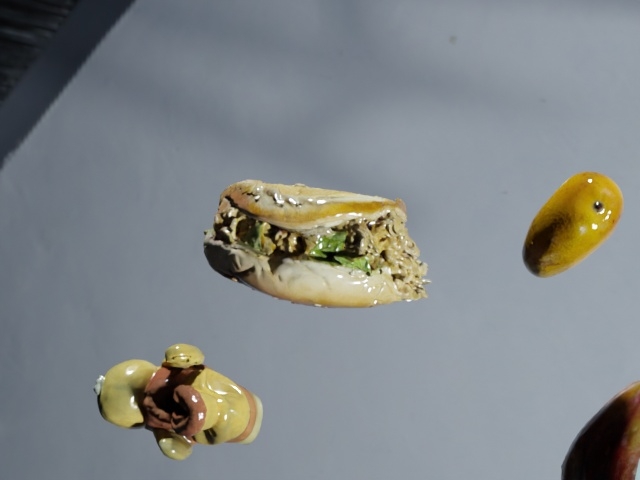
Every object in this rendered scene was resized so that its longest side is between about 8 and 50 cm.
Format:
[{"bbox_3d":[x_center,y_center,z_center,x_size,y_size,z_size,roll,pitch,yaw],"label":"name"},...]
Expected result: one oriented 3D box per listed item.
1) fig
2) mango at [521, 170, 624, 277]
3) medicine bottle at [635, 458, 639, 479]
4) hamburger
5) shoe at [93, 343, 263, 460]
[{"bbox_3d":[0.421,0.286,1.331,0.263,0.224,0.224,-52,60,17],"label":"fig"},{"bbox_3d":[0.307,-0.016,1.329,0.089,0.115,0.165,41,117,1],"label":"mango"},{"bbox_3d":[0.158,0.102,0.335,0.121,0.083,0.228,-27,30,44],"label":"medicine bottle"},{"bbox_3d":[0.000,0.000,1.306,0.286,0.243,0.146,7,100,13],"label":"hamburger"},{"bbox_3d":[-0.094,0.104,0.703,0.109,0.069,0.072,27,93,34],"label":"shoe"}]
